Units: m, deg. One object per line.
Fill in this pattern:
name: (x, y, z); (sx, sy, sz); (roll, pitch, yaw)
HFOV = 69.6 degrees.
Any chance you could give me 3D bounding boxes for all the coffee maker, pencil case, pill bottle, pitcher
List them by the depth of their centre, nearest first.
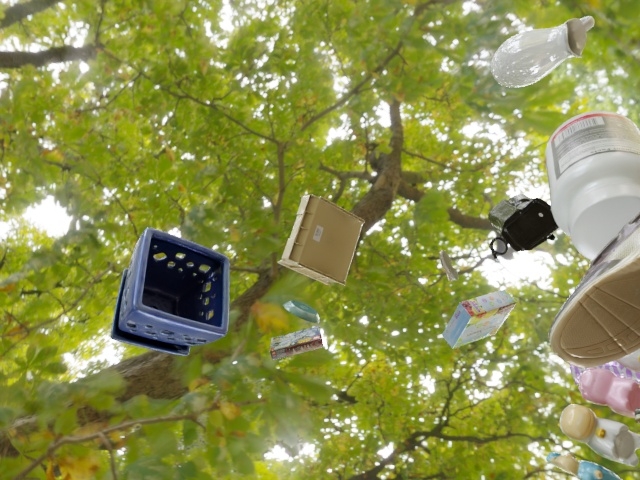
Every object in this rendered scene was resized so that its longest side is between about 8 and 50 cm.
pill bottle: (0.509, -0.100, 0.831); (0.176, 0.176, 0.319); (44, -141, -11)
pitcher: (0.542, -0.467, 1.126); (0.177, 0.207, 0.126); (-41, -72, -29)
coffee maker: (0.491, -0.044, 1.174); (0.178, 0.171, 0.120); (-50, -59, -77)
pencil case: (0.817, 0.368, 1.304); (0.086, 0.206, 0.088); (15, -112, -35)

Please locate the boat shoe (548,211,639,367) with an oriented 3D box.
boat shoe: (0.411, 0.046, 0.605); (0.102, 0.285, 0.092); (37, -169, 3)

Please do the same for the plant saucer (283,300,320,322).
plant saucer: (-0.051, 0.204, 1.349); (0.119, 0.119, 0.021); (23, -86, -25)

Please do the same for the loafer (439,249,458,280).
loafer: (0.453, 0.094, 1.659); (0.045, 0.039, 0.125); (-41, -75, -43)

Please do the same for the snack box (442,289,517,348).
snack box: (0.533, 0.264, 1.551); (0.207, 0.175, 0.070); (-9, -135, -25)

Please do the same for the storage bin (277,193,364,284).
storage bin: (0.000, 0.000, 1.679); (0.260, 0.123, 0.262); (26, -104, -31)

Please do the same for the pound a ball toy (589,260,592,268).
pound a ball toy: (0.779, 0.116, 0.988); (0.208, 0.319, 0.136); (33, -113, -32)

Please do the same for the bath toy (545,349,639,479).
bath toy: (0.608, 0.338, 0.982); (0.151, 0.129, 0.348); (33, -103, -7)

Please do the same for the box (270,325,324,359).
box: (-0.062, 0.267, 1.203); (0.136, 0.094, 0.027); (-14, -81, -1)

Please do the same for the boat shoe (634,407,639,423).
boat shoe: (0.571, 0.259, 0.716); (0.056, 0.152, 0.049); (55, -150, -48)

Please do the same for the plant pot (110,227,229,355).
plant pot: (-0.379, 0.145, 1.145); (0.235, 0.212, 0.236); (23, -137, -33)
